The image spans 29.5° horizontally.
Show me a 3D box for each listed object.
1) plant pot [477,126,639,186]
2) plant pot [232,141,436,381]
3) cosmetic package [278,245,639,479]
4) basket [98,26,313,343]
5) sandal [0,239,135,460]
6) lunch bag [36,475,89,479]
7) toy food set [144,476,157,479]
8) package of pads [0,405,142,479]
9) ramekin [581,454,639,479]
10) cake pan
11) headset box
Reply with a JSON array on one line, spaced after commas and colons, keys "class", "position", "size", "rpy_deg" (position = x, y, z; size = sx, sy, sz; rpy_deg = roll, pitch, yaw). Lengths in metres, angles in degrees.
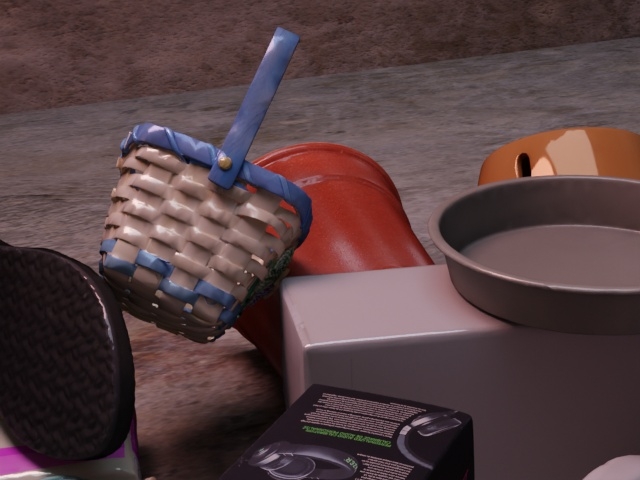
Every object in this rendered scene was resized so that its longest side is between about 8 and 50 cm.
[{"class": "plant pot", "position": [0.290, 0.000, 1.390], "size": [0.291, 0.203, 0.291], "rpy_deg": [-3, -18, -1]}, {"class": "plant pot", "position": [0.023, 0.063, 1.382], "size": [0.272, 0.272, 0.265], "rpy_deg": [-9, 29, -18]}, {"class": "cosmetic package", "position": [0.197, 0.145, 1.151], "size": [0.453, 0.230, 0.161], "rpy_deg": [-5, 21, -8]}, {"class": "basket", "position": [-0.103, -0.051, 1.214], "size": [0.201, 0.289, 0.255], "rpy_deg": [20, -13, -5]}, {"class": "sandal", "position": [-0.278, 0.079, 1.198], "size": [0.107, 0.168, 0.445], "rpy_deg": [13, 8, -41]}, {"class": "lunch bag", "position": [-0.236, 0.295, 0.948], "size": [0.279, 0.108, 0.224], "rpy_deg": [-18, 25, -38]}, {"class": "toy food set", "position": [-0.126, 0.280, 0.857], "size": [0.071, 0.218, 0.128], "rpy_deg": [-15, 21, 11]}, {"class": "package of pads", "position": [-0.325, 0.217, 1.183], "size": [0.296, 0.101, 0.229], "rpy_deg": [-5, 21, -9]}, {"class": "ramekin", "position": [0.203, 0.277, 0.731], "size": [0.127, 0.273, 0.273], "rpy_deg": [21, 30, 40]}, {"class": "cake pan", "position": [0.244, 0.009, 1.110], "size": [0.293, 0.054, 0.293], "rpy_deg": [-1, 21, 0]}, {"class": "headset box", "position": [-0.005, 0.270, 0.796], "size": [0.131, 0.246, 0.283], "rpy_deg": [7, 21, 24]}]
